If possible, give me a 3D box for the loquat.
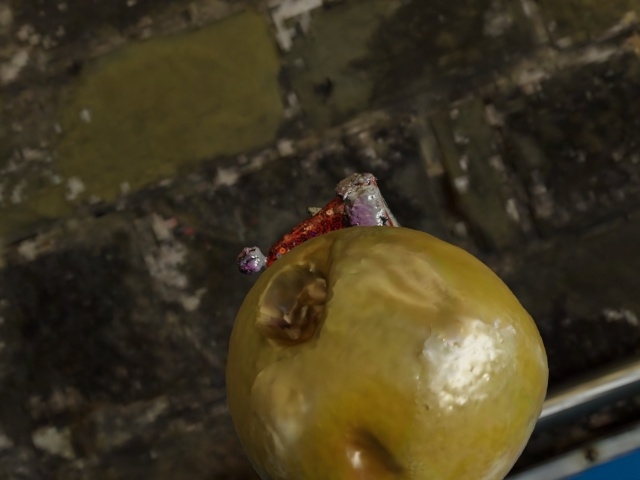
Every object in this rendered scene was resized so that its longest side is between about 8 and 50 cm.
[{"bbox_3d":[0.038,0.093,0.810,0.213,0.213,0.213,-21,-177,1],"label":"loquat"}]

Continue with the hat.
[{"bbox_3d":[0.001,0.004,1.624,0.227,0.140,0.129,-22,167,-6],"label":"hat"}]
